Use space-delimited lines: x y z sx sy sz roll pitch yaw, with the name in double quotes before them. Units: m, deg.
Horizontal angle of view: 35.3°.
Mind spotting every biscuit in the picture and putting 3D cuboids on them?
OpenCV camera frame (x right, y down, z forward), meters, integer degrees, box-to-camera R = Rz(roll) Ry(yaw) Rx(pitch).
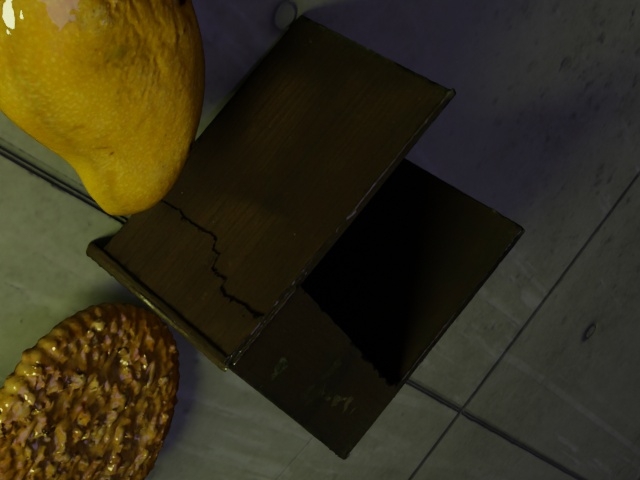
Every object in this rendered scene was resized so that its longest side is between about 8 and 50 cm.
"biscuit" -0.208 0.173 0.893 0.254 0.035 0.254 -41 142 -44

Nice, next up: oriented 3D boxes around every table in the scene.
"table" 0.000 0.000 0.904 0.282 0.196 0.250 -51 143 -7

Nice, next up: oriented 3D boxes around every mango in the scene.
"mango" -0.159 -0.130 0.692 0.157 0.109 0.262 -46 149 -26
